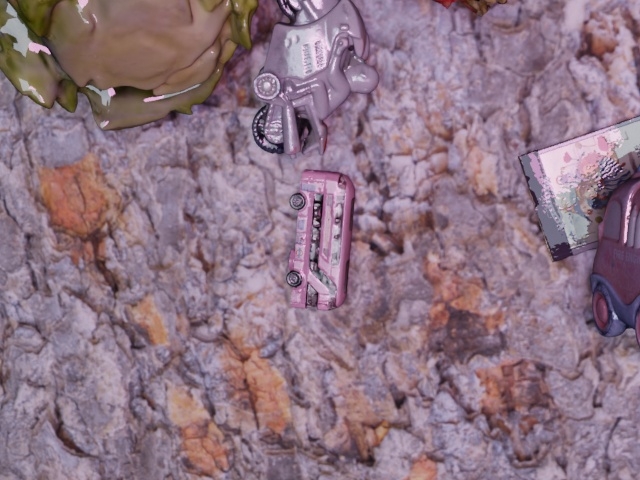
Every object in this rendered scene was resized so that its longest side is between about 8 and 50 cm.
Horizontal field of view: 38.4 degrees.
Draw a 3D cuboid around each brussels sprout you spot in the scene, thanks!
[{"bbox_3d":[-0.262,-0.386,1.195,0.425,0.343,0.360,-44,50,49],"label":"brussels sprout"}]

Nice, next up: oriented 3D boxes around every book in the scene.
[{"bbox_3d":[0.403,-0.078,1.248,0.231,0.026,0.157,-19,94,14],"label":"book"}]

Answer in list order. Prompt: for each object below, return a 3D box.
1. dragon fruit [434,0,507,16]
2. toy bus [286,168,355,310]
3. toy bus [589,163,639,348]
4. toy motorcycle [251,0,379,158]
[{"bbox_3d":[0.144,-0.403,1.172,0.205,0.210,0.268,-30,97,32],"label":"dragon fruit"},{"bbox_3d":[0.000,0.000,1.329,0.090,0.063,0.203,7,99,11],"label":"toy bus"},{"bbox_3d":[0.451,0.008,1.111,0.197,0.294,0.231,-6,98,-3],"label":"toy bus"},{"bbox_3d":[-0.002,-0.237,1.277,0.171,0.110,0.260,12,106,-1],"label":"toy motorcycle"}]
